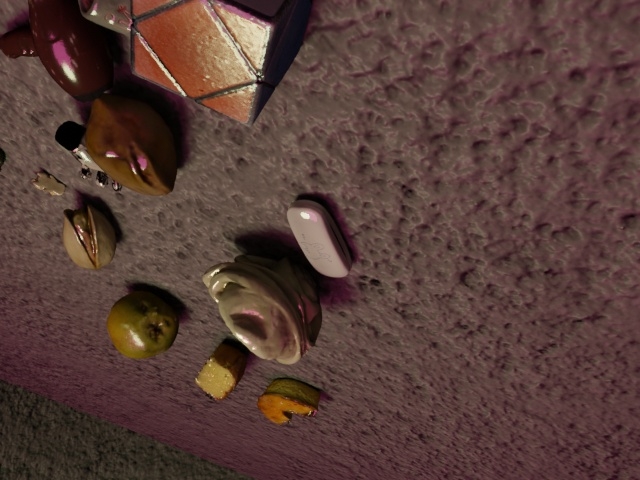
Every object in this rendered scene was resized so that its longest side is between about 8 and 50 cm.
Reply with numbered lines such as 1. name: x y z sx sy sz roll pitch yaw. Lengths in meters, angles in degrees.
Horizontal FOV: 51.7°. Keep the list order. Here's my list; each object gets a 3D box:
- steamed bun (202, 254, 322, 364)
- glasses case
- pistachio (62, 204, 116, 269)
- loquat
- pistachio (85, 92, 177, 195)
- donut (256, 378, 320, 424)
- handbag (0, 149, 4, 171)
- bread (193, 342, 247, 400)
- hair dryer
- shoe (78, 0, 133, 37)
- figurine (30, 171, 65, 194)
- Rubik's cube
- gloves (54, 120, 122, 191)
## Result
1. steamed bun: -0.110 0.139 1.561 0.268 0.207 0.280 49 -176 35
2. glasses case: 0.000 0.000 1.440 0.092 0.059 0.233 2 141 27
3. pistachio: -0.610 -0.005 1.738 0.144 0.144 0.215 17 148 10
4. loquat: -0.548 0.258 2.010 0.246 0.213 0.213 -3 139 50
5. pistachio: -0.381 -0.189 1.346 0.213 0.162 0.260 61 170 13
6. donut: -0.121 0.526 2.189 0.152 0.101 0.259 38 145 -18
7. handbag: -0.847 -0.202 1.693 0.072 0.047 0.111 40 141 -20
8. bread: -0.307 0.407 2.116 0.129 0.134 0.260 37 140 0
9. hair dryer: -0.542 -0.410 1.209 0.340 0.123 0.313 11 134 37
10. shoe: -0.341 -0.398 1.075 0.251 0.100 0.103 40 142 -17
11. figurine: -0.700 -0.142 1.696 0.083 0.047 0.050 33 161 -25
12. Rubik's cube: -0.135 -0.330 0.948 0.207 0.205 0.205 25 146 2
13. gloves: -0.477 -0.184 1.453 0.127 0.111 0.212 1 168 23
